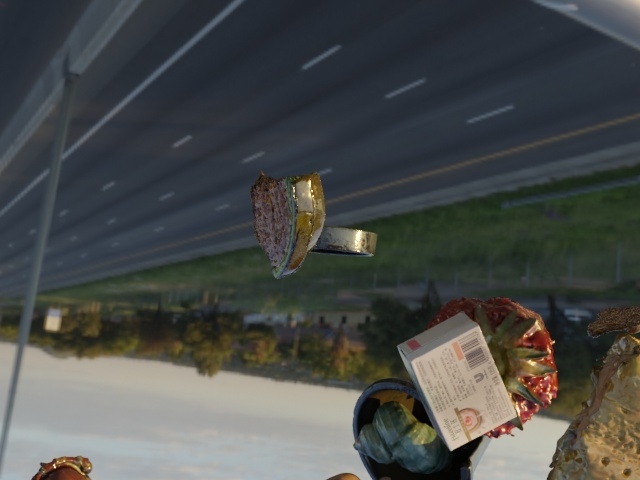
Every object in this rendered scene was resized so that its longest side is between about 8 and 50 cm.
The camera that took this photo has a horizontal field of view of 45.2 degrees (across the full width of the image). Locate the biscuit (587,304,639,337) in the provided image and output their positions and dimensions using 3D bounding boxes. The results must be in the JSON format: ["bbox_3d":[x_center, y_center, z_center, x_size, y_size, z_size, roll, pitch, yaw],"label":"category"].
[{"bbox_3d":[0.671,0.164,1.621,0.205,0.031,0.138,-20,-173,42],"label":"biscuit"}]

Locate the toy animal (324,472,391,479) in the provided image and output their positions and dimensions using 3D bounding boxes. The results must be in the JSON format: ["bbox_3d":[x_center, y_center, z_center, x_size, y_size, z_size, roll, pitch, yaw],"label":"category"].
[{"bbox_3d":[0.074,0.658,1.904,0.166,0.154,0.250,-42,135,14],"label":"toy animal"}]

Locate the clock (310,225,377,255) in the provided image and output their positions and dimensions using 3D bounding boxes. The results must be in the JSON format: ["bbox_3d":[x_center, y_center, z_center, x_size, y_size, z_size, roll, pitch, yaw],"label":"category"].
[{"bbox_3d":[0.001,-0.001,2.149,0.318,0.066,0.319,4,177,0],"label":"clock"}]

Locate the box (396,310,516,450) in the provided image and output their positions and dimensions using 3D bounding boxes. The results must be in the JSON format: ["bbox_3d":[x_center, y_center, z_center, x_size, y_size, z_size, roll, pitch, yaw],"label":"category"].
[{"bbox_3d":[0.234,0.241,1.322,0.135,0.199,0.081,-26,-164,-4],"label":"box"}]

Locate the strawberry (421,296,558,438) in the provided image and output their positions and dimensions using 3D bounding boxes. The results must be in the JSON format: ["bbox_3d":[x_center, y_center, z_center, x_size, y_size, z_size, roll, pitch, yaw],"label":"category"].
[{"bbox_3d":[0.338,0.252,1.562,0.292,0.292,0.343,4,172,13],"label":"strawberry"}]

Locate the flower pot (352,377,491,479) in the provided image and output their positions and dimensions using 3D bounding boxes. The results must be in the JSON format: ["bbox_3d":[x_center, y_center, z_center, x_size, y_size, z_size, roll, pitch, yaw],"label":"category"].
[{"bbox_3d":[0.293,0.506,2.025,0.379,0.380,0.251,-4,-167,45],"label":"flower pot"}]

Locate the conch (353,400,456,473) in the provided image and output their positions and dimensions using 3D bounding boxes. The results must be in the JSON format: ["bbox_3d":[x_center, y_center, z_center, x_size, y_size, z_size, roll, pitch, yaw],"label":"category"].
[{"bbox_3d":[0.220,0.512,1.995,0.277,0.196,0.220,-11,165,4],"label":"conch"}]

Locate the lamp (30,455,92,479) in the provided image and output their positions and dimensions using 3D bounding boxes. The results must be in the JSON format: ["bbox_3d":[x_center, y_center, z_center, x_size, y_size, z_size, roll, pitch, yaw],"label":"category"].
[{"bbox_3d":[-0.549,0.566,1.601,0.151,0.223,0.215,16,139,60],"label":"lamp"}]

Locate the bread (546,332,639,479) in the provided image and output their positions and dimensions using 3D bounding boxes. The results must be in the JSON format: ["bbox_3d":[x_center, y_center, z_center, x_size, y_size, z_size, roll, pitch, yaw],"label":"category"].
[{"bbox_3d":[0.710,0.414,1.613,0.394,0.361,0.250,23,-170,1],"label":"bread"}]

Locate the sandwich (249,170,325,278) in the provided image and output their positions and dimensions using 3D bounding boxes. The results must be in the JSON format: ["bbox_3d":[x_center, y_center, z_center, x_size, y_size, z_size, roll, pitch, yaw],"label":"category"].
[{"bbox_3d":[-0.059,-0.035,1.449,0.079,0.235,0.159,-20,-148,-33],"label":"sandwich"}]
